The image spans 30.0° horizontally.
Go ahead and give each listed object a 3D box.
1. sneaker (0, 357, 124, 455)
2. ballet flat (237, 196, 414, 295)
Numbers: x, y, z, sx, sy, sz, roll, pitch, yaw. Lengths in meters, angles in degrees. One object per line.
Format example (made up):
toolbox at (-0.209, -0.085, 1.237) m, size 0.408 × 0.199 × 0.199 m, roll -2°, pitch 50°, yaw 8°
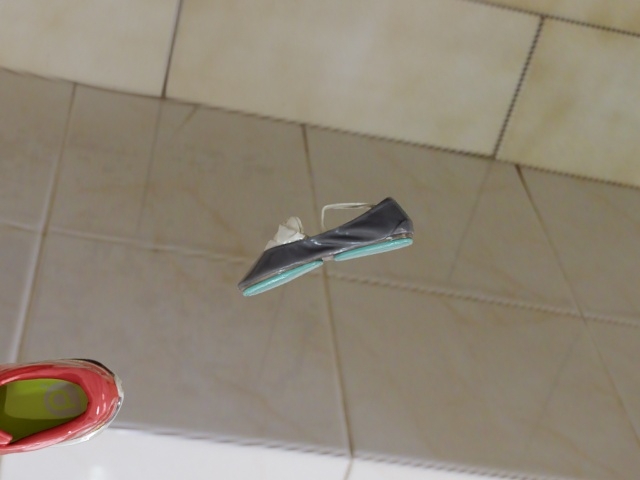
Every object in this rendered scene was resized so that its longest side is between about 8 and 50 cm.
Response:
sneaker at (-0.317, 0.153, 1.068) m, size 0.279 × 0.118 × 0.107 m, roll -13°, pitch 85°, yaw -11°
ballet flat at (0.000, 0.000, 1.307) m, size 0.203 × 0.074 × 0.074 m, roll -18°, pitch 122°, yaw 0°
